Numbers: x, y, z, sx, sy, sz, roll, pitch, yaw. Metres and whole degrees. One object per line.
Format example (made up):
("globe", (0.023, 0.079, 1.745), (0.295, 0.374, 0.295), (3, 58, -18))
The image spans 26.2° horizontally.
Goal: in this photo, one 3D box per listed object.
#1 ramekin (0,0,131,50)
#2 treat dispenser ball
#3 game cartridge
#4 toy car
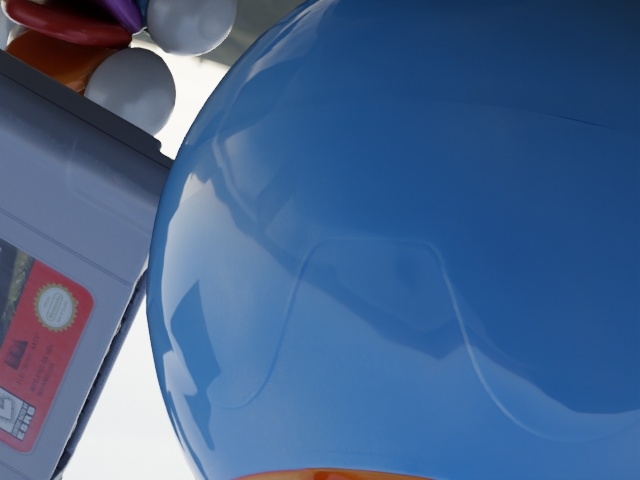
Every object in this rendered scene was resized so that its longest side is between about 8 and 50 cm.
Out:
("ramekin", (-0.236, -0.190, 1.280), (0.109, 0.207, 0.207), (-2, -164, -4))
("treat dispenser ball", (0.073, 0.024, 0.564), (0.288, 0.288, 0.288), (16, -165, -4))
("game cartridge", (-0.207, 0.027, 0.793), (0.196, 0.294, 0.060), (32, -145, 6))
("toy car", (-0.167, -0.171, 1.017), (0.159, 0.182, 0.136), (31, 175, 38))
